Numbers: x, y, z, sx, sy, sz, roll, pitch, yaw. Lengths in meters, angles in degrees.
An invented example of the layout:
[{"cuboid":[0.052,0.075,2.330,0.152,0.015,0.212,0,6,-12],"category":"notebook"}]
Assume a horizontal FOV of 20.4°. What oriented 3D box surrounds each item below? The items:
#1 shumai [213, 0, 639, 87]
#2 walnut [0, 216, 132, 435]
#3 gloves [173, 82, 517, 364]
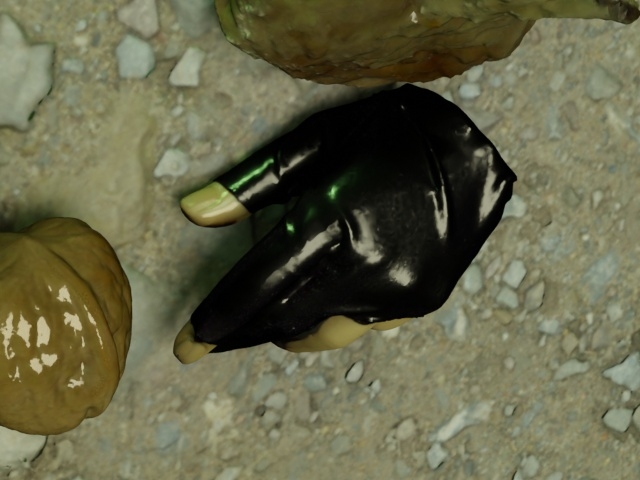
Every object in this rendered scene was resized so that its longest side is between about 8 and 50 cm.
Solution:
[{"cuboid":[0.093,-0.204,1.296,0.314,0.262,0.267,-28,121,-13],"category":"shumai"},{"cuboid":[-0.209,0.066,1.327,0.166,0.149,0.166,-36,140,-39],"category":"walnut"},{"cuboid":[0.004,-0.002,1.421,0.301,0.152,0.197,-39,98,9],"category":"gloves"}]
